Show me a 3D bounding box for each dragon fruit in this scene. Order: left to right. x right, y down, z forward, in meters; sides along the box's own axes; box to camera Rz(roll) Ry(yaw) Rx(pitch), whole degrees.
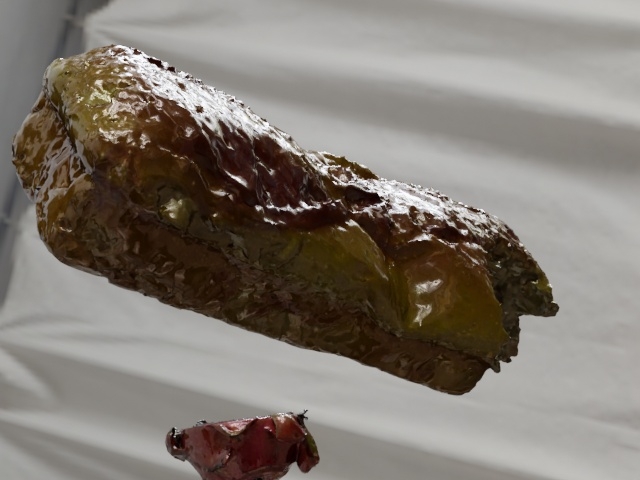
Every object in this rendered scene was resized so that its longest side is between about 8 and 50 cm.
[{"bbox_3d":[-0.063,0.176,1.345,0.112,0.126,0.068,5,-104,-66],"label":"dragon fruit"}]

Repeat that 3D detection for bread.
[{"bbox_3d":[0.000,0.000,1.011,0.380,0.185,0.109,22,-74,-32],"label":"bread"}]
